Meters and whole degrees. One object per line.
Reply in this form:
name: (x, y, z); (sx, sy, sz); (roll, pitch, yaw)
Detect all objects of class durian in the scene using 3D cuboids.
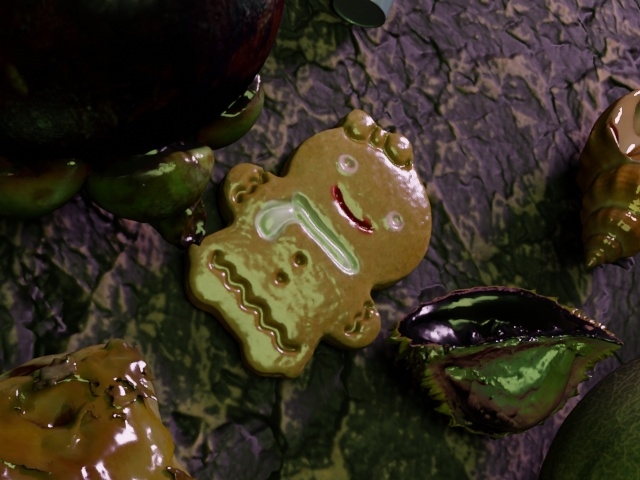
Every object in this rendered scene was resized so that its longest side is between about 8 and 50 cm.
durian: (0.139, 0.107, 1.311); (0.186, 0.119, 0.108); (-5, 115, -15)

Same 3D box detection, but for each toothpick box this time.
toothpick box: (0.048, -0.234, 1.378); (0.052, 0.052, 0.083); (29, 66, -15)

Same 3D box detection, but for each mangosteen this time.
mangosteen: (-0.164, -0.171, 1.138); (0.311, 0.311, 0.311); (7, 72, -23)

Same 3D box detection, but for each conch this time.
conch: (0.293, -0.073, 1.435); (0.109, 0.093, 0.330); (30, 42, 5)

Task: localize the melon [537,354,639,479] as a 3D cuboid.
melon: (0.313, 0.197, 1.269); (0.301, 0.237, 0.238); (-18, 83, -26)

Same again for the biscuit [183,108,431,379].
biscuit: (0.001, -0.001, 1.298); (0.249, 0.035, 0.184); (-40, 94, -29)

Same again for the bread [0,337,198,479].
bread: (-0.223, 0.227, 1.049); (0.324, 0.167, 0.278); (-16, 82, -27)
